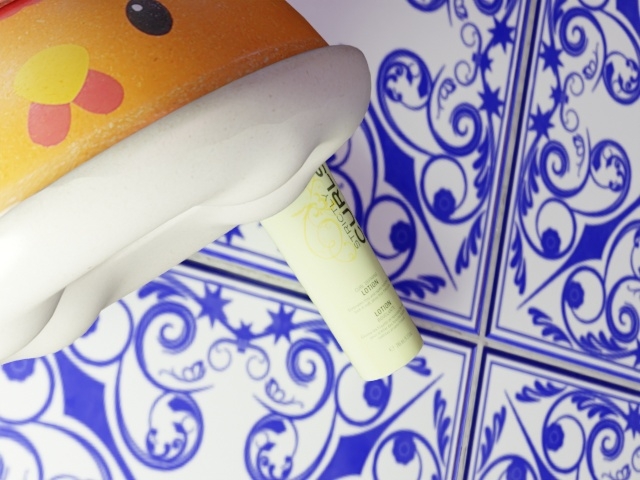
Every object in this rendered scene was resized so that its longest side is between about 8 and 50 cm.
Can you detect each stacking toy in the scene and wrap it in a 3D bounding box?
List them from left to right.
[{"bbox_3d":[-0.226,-0.179,0.845,0.350,0.350,0.480,-32,87,-34],"label":"stacking toy"}]

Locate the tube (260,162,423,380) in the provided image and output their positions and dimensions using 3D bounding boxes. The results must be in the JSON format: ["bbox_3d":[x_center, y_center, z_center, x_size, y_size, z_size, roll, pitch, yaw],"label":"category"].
[{"bbox_3d":[0.000,0.000,1.102,0.240,0.062,0.070,60,17,-12],"label":"tube"}]
